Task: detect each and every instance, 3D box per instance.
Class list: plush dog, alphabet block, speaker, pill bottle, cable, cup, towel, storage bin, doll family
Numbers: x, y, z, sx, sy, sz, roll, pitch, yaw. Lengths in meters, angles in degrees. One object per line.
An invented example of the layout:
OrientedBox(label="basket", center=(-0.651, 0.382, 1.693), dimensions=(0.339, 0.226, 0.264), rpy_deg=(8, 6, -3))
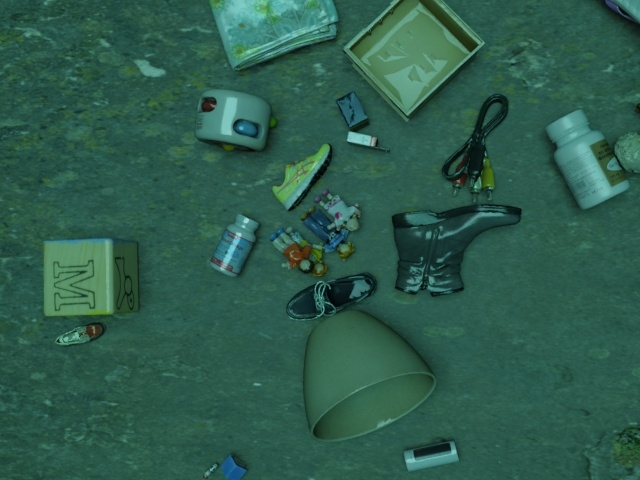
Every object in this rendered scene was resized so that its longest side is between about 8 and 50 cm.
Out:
OrientedBox(label="plush dog", center=(0.883, -0.262, 1.788), dimensions=(0.262, 0.210, 0.225), rpy_deg=(24, 62, 0))
OrientedBox(label="alphabet block", center=(-0.608, 0.099, 1.962), dimensions=(0.193, 0.192, 0.197), rpy_deg=(-2, 86, 9))
OrientedBox(label="speaker", center=(0.284, 0.555, 1.890), dimensions=(0.136, 0.055, 0.055), rpy_deg=(-14, 86, 7))
OrientedBox(label="pill bottle", center=(-0.226, 0.012, 1.964), dimensions=(0.087, 0.087, 0.160), rpy_deg=(26, 91, 8))
OrientedBox(label="cable", center=(0.407, -0.244, 1.921), dimensions=(0.139, 0.072, 0.287), rpy_deg=(10, 76, 25))
OrientedBox(label="pill bottle", center=(0.659, -0.203, 1.832), dimensions=(0.131, 0.131, 0.229), rpy_deg=(-27, 84, 6))
OrientedBox(label="cup", center=(0.087, 0.315, 1.821), dimensions=(0.331, 0.331, 0.237), rpy_deg=(-29, 59, 6))
OrientedBox(label="towel", center=(-0.146, -0.675, 1.982), dimensions=(0.320, 0.090, 0.374), rpy_deg=(-19, 85, 6))
OrientedBox(label="storage bin", center=(0.234, -0.494, 1.906), dimensions=(0.262, 0.123, 0.260), rpy_deg=(-43, 83, 4))
OrientedBox(label="doll family", center=(0.000, 0.000, 1.937), dimensions=(0.263, 0.118, 0.163), rpy_deg=(-42, 76, -14))

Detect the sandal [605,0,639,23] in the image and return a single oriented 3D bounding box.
OrientedBox(label="sandal", center=(0.784, -0.625, 1.856), dimensions=(0.416, 0.102, 0.169), rpy_deg=(41, 78, 20))

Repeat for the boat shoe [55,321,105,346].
OrientedBox(label="boat shoe", center=(-0.665, 0.261, 2.035), dimensions=(0.137, 0.043, 0.049), rpy_deg=(-16, 84, 5))

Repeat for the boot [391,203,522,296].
OrientedBox(label="boot", center=(0.352, 0.025, 1.885), dimensions=(0.338, 0.118, 0.223), rpy_deg=(-6, 90, 18))

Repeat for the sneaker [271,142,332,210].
OrientedBox(label="sneaker", center=(-0.052, -0.184, 1.953), dimensions=(0.094, 0.081, 0.208), rpy_deg=(40, 94, 10))

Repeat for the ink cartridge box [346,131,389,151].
OrientedBox(label="ink cartridge box", center=(0.129, -0.260, 1.939), dimensions=(0.115, 0.063, 0.029), rpy_deg=(12, 91, 8))

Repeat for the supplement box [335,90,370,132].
OrientedBox(label="supplement box", center=(0.086, -0.337, 1.938), dimensions=(0.056, 0.083, 0.083), rpy_deg=(-26, 84, 6))

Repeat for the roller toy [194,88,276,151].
OrientedBox(label="roller toy", center=(-0.232, -0.306, 1.925), dimensions=(0.209, 0.191, 0.146), rpy_deg=(10, 90, 8))

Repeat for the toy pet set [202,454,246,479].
OrientedBox(label="toy pet set", center=(-0.246, 0.637, 1.952), dimensions=(0.122, 0.065, 0.114), rpy_deg=(41, 93, 7))

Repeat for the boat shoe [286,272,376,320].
OrientedBox(label="boat shoe", center=(0.026, 0.149, 1.928), dimensions=(0.254, 0.079, 0.095), rpy_deg=(-15, 86, 7))
